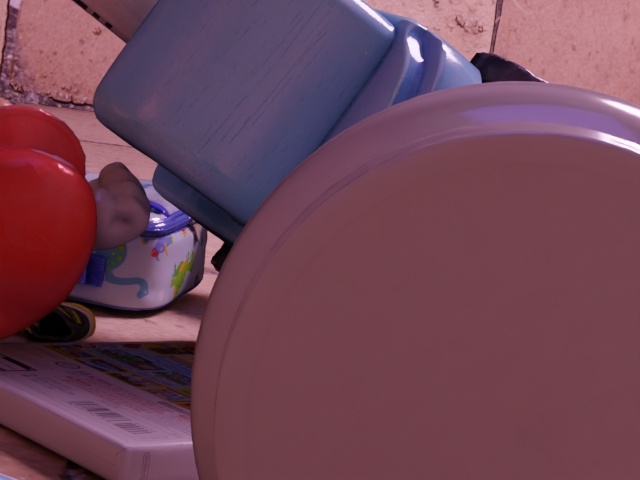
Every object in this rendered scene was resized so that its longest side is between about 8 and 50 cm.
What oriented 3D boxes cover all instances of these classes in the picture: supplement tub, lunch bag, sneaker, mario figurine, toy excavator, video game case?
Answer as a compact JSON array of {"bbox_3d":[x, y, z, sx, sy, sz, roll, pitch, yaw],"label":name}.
[{"bbox_3d":[0.072,0.054,0.735,0.228,0.228,0.316,9,3,3],"label":"supplement tub"},{"bbox_3d":[-0.203,-0.006,1.485,0.219,0.090,0.176,9,10,13],"label":"lunch bag"},{"bbox_3d":[-0.195,0.049,1.285,0.083,0.031,0.035,10,8,11],"label":"sneaker"},{"bbox_3d":[-0.242,-0.036,1.212,0.198,0.170,0.320,-34,18,-33],"label":"mario figurine"},{"bbox_3d":[-0.092,-0.136,1.271,0.445,0.222,0.433,39,-4,-26],"label":"toy excavator"},{"bbox_3d":[-0.092,0.095,1.093,0.206,0.026,0.227,2,9,-40],"label":"video game case"}]

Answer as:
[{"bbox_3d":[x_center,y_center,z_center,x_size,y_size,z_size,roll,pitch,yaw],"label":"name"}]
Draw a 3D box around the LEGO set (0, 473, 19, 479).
[{"bbox_3d":[-0.062,0.120,0.692,0.182,0.060,0.244,22,4,-8],"label":"LEGO set"}]
